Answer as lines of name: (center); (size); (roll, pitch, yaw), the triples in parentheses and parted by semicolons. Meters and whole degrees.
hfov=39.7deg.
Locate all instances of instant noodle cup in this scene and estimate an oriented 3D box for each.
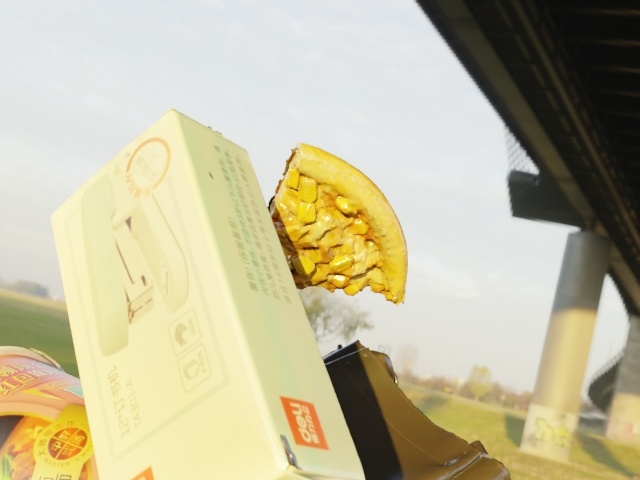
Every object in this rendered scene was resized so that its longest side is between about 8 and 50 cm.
instant noodle cup: (-0.205, 0.225, 0.767); (0.254, 0.244, 0.244); (8, -10, 29)

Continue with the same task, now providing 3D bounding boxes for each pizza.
pizza: (0.000, 0.000, 0.706); (0.130, 0.041, 0.178); (-16, -53, 6)

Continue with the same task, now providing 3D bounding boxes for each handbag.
handbag: (0.026, 0.240, 0.921); (0.285, 0.257, 0.114); (36, -30, 47)

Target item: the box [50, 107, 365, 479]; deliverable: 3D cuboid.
box: (-0.079, 0.059, 0.550); (0.135, 0.269, 0.079); (-36, -35, 22)
